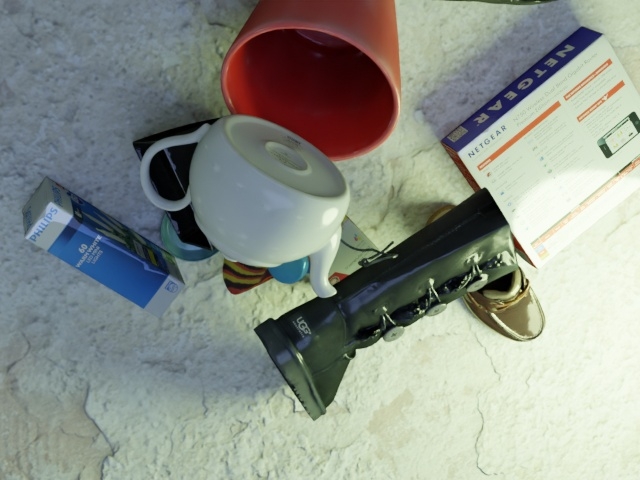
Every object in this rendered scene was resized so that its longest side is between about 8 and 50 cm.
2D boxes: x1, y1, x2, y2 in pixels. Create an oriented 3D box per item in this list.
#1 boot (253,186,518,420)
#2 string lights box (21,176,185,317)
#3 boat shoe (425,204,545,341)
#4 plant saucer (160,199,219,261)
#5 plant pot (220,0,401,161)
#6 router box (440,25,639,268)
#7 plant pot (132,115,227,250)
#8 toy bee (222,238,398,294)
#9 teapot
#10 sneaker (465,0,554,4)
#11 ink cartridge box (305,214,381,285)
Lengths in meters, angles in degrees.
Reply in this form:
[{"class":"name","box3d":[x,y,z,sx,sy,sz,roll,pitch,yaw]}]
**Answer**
[{"class":"boot","box3d":[0.125,0.118,1.864,0.445,0.367,0.146,-33,72,-6]},{"class":"string lights box","box3d":[-0.354,0.012,1.755,0.259,0.133,0.077,35,98,-26]},{"class":"boat shoe","box3d":[0.323,0.082,2.001,0.123,0.123,0.342,-38,116,0]},{"class":"plant saucer","box3d":[-0.216,-0.022,1.848,0.119,0.021,0.119,-6,113,-16]},{"class":"plant pot","box3d":[0.004,-0.300,1.651,0.275,0.243,0.275,8,142,6]},{"class":"router box","box3d":[0.436,-0.165,1.964,0.335,0.082,0.301,-38,116,0]},{"class":"plant pot","box3d":[-0.170,-0.110,1.737,0.167,0.188,0.187,-29,105,-19]},{"class":"toy bee","box3d":[-0.035,-0.018,1.743,0.298,0.195,0.162,-15,93,9]},{"class":"teapot","box3d":[-0.098,-0.052,1.572,0.252,0.256,0.187,6,126,-46]},{"class":"sneaker","box3d":[0.275,-0.439,1.782,0.286,0.130,0.109,-4,113,-15]},{"class":"ink cartridge box","box3d":[0.000,0.000,1.896,0.127,0.072,0.175,-44,117,3]}]
